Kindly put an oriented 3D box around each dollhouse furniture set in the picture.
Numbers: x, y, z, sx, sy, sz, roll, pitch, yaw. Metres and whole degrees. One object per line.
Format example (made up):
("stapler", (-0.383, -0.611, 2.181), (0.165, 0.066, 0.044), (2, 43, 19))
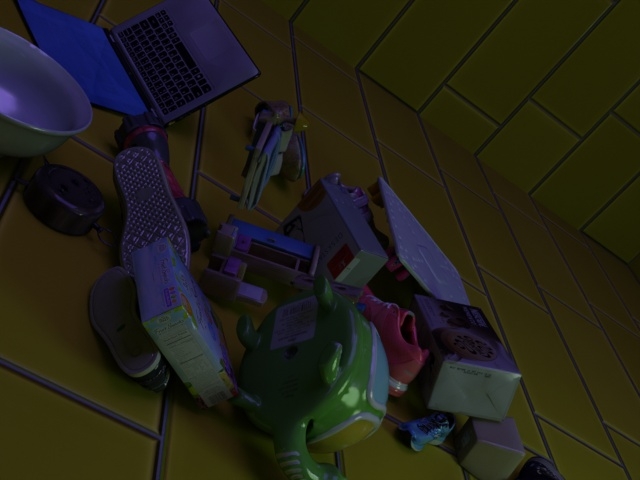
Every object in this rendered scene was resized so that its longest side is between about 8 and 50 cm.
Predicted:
("dollhouse furniture set", (0.014, 0.132, 1.694), (0.129, 0.129, 0.184), (14, 13, 10))
("dollhouse furniture set", (-0.071, -0.064, 1.668), (0.198, 0.303, 0.286), (18, 25, -3))

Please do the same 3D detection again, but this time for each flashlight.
("flashlight", (-0.306, -0.122, 1.721), (0.103, 0.103, 0.304), (16, 32, -48))

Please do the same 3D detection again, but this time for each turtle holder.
("turtle holder", (0.010, 0.236, 1.402), (0.227, 0.243, 0.320), (46, 7, -36))

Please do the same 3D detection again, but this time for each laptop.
("laptop", (-0.417, -0.468, 2.021), (0.382, 0.408, 0.236), (57, -6, 33))

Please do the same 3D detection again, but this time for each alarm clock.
("alarm clock", (-0.414, -0.060, 1.496), (0.192, 0.064, 0.129), (44, 22, -1))

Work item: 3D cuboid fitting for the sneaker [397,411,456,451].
("sneaker", (0.208, 0.356, 1.706), (0.063, 0.073, 0.162), (52, 25, 24))

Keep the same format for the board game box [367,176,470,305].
("board game box", (0.261, 0.071, 2.213), (0.390, 0.050, 0.390), (48, 18, -27))

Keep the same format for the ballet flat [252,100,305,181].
("ballet flat", (-0.118, -0.261, 2.286), (0.123, 0.123, 0.348), (29, 26, -27))

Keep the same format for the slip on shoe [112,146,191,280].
("slip on shoe", (-0.295, -0.015, 1.543), (0.123, 0.101, 0.331), (-12, 55, -11))

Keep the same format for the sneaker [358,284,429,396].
("sneaker", (0.140, 0.174, 1.847), (0.116, 0.136, 0.314), (23, 28, -39))

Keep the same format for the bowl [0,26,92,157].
("bowl", (-0.549, -0.234, 1.498), (0.298, 0.134, 0.298), (34, 23, -16))

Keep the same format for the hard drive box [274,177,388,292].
("hard drive box", (0.017, 0.013, 1.889), (0.089, 0.181, 0.232), (19, 30, -42))

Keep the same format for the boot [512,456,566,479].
("boot", (0.473, 0.548, 1.769), (0.236, 0.085, 0.179), (44, 24, 23))

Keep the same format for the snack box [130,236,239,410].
("snack box", (-0.205, 0.125, 1.343), (0.207, 0.070, 0.174), (63, 2, -39))

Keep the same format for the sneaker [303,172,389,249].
("sneaker", (0.082, -0.073, 2.237), (0.252, 0.111, 0.103), (40, 23, -4))

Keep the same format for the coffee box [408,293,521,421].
("coffee box", (0.285, 0.241, 1.866), (0.168, 0.118, 0.297), (12, 20, -11))

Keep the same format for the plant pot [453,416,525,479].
("plant pot", (0.329, 0.413, 1.770), (0.096, 0.109, 0.109), (20, 28, -14))

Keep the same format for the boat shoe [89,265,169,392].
("boat shoe", (-0.289, 0.133, 1.344), (0.233, 0.084, 0.079), (55, -2, 41))
